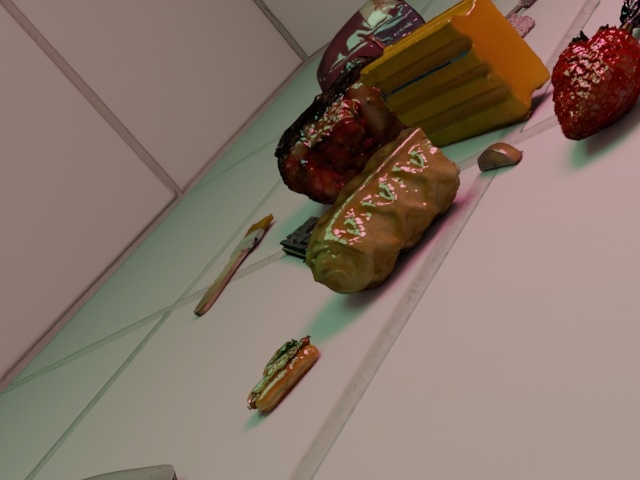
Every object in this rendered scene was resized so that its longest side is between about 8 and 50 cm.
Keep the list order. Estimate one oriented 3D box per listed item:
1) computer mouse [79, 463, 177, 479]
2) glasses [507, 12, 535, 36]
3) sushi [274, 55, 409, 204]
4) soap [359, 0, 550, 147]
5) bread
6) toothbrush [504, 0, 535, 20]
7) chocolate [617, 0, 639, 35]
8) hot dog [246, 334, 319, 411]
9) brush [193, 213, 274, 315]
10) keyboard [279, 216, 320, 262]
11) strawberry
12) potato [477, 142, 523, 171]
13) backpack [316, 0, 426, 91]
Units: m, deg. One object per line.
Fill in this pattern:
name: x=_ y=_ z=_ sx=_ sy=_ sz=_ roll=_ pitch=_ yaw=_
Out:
computer mouse: x=-0.322 y=0.378 z=1.335 sx=0.288 sy=0.097 sz=0.159 roll=-33 pitch=14 yaw=31
glasses: x=0.340 y=-0.412 z=1.991 sx=0.162 sy=0.095 sz=0.255 roll=-7 pitch=34 yaw=32
sushi: x=0.074 y=-0.215 z=1.950 sx=0.343 sy=0.196 sz=0.182 roll=-44 pitch=32 yaw=8
soap: x=0.219 y=-0.274 z=1.662 sx=0.096 sy=0.204 sz=0.324 roll=-47 pitch=14 yaw=-21
bread: x=0.084 y=-0.034 z=1.436 sx=0.268 sy=0.130 sz=0.152 roll=-47 pitch=27 yaw=-21
toothbrush: x=0.380 y=-0.449 z=2.127 sx=0.294 sy=0.026 sz=0.028 roll=-46 pitch=30 yaw=-19
chocolate: x=0.449 y=-0.308 z=1.478 sx=0.147 sy=0.070 sz=0.072 roll=-53 pitch=26 yaw=-6
hot dog: x=-0.055 y=0.179 z=1.336 sx=0.133 sy=0.041 sz=0.056 roll=-47 pitch=15 yaw=-21
brush: x=-0.188 y=0.053 z=2.115 sx=0.085 sy=0.020 sz=0.336 roll=-29 pitch=20 yaw=40
keyboard: x=0.000 y=0.000 z=1.768 sx=0.106 sy=0.027 sz=0.317 roll=-43 pitch=15 yaw=-10
strawberry: x=0.359 y=-0.199 z=1.264 sx=0.131 sy=0.131 sz=0.148 roll=-28 pitch=49 yaw=42
potato: x=0.261 y=-0.130 z=1.450 sx=0.037 sy=0.036 sz=0.093 roll=-49 pitch=15 yaw=-18
backpack: x=0.130 y=-0.486 z=2.555 sx=0.317 sy=0.197 sz=0.283 roll=-43 pitch=15 yaw=10
